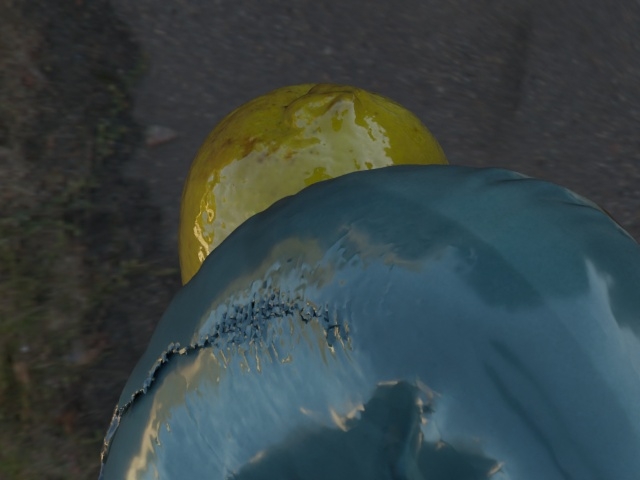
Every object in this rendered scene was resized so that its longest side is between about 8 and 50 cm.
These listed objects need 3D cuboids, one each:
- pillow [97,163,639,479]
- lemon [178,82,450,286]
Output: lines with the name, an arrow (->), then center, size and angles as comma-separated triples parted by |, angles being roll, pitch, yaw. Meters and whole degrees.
pillow -> 0.031, 0.094, 0.506 | 0.214, 0.086, 0.233 | -35, 77, 25
lemon -> 0.000, 0.000, 1.028 | 0.170, 0.170, 0.207 | 3, 128, 15
